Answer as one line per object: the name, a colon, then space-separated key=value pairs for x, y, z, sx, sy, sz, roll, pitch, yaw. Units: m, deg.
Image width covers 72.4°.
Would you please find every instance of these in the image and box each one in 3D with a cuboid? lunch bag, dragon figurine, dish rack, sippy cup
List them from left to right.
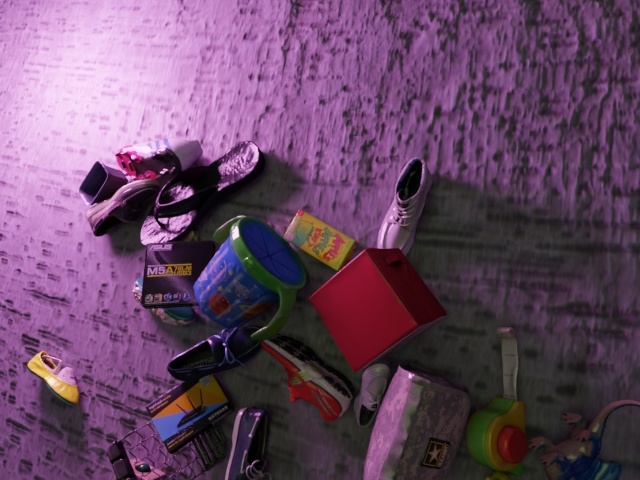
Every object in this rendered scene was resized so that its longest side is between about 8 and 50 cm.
dish rack: x=-0.389 y=0.546 z=1.124 sx=0.271 sy=0.074 sz=0.208 roll=-28 pitch=67 yaw=-22
sippy cup: x=-0.193 y=0.097 z=1.115 sx=0.224 sy=0.306 sz=0.240 roll=-41 pitch=109 yaw=17
lunch bag: x=0.189 y=0.381 z=0.875 sx=0.168 sy=0.287 sz=0.236 roll=20 pitch=85 yaw=22
dragon figurine: x=0.512 y=0.422 z=0.848 sx=0.289 sy=0.085 sz=0.144 roll=-42 pitch=100 yaw=4

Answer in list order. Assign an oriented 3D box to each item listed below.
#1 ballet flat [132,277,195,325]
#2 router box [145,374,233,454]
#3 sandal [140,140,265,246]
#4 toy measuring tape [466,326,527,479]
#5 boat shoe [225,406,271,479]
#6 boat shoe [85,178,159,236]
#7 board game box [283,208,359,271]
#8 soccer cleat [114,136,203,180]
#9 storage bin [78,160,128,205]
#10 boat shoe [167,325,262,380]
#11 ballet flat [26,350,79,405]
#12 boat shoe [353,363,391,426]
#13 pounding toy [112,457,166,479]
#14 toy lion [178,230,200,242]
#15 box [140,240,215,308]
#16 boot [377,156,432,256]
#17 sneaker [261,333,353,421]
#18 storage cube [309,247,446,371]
ballet flat: x=-0.450 y=0.189 z=1.260 sx=0.240 sy=0.091 sz=0.077 roll=30 pitch=119 yaw=26
router box: x=-0.337 y=0.436 z=1.129 sx=0.178 sy=0.046 sz=0.133 roll=-30 pitch=66 yaw=-24
sandal: x=-0.368 y=-0.150 z=1.266 sx=0.445 sy=0.107 sz=0.168 roll=-37 pitch=57 yaw=5
toy measuring tape: x=0.362 y=0.346 z=0.910 sx=0.121 sy=0.121 sz=0.331 roll=0 pitch=79 yaw=19
boat shoe: x=-0.169 y=0.544 z=1.070 sx=0.078 sy=0.095 sz=0.255 roll=-6 pitch=67 yaw=29
boat shoe: x=-0.607 y=-0.098 z=1.359 sx=0.284 sy=0.102 sz=0.093 roll=-24 pitch=77 yaw=17
board game box: x=0.000 y=0.000 z=1.153 sx=0.181 sy=0.043 sz=0.092 roll=30 pitch=89 yaw=22
soccer cleat: x=-0.499 y=-0.256 z=1.360 sx=0.330 sy=0.116 sz=0.143 roll=6 pitch=36 yaw=35
storage bin: x=-0.690 y=-0.179 z=1.397 sx=0.135 sy=0.091 sz=0.098 roll=-48 pitch=68 yaw=16
boat shoe: x=-0.264 y=0.296 z=1.125 sx=0.258 sy=0.089 sz=0.109 roll=-28 pitch=64 yaw=-10
ballet flat: x=-0.802 y=0.410 z=1.330 sx=0.230 sy=0.077 sz=0.077 roll=24 pitch=70 yaw=24
boat shoe: x=0.113 y=0.349 z=0.975 sx=0.066 sy=0.063 sz=0.184 roll=13 pitch=126 yaw=-12
pounding toy: x=-0.501 y=0.644 z=1.155 sx=0.129 sy=0.100 sz=0.141 roll=14 pitch=83 yaw=21
toy lion: x=-0.398 y=0.030 z=1.294 sx=0.100 sy=0.034 sz=0.096 roll=-23 pitch=79 yaw=13
box: x=-0.393 y=0.093 z=1.220 sx=0.190 sy=0.045 sz=0.185 roll=-2 pitch=69 yaw=-4
boot: x=0.196 y=-0.074 z=1.058 sx=0.095 sy=0.123 sz=0.259 roll=17 pitch=84 yaw=22
sneaker: x=-0.054 y=0.334 z=1.071 sx=0.278 sy=0.107 sz=0.119 roll=34 pitch=100 yaw=25
storage cube: x=0.129 y=0.149 z=0.981 sx=0.215 sy=0.183 sz=0.193 roll=-44 pitch=67 yaw=24
